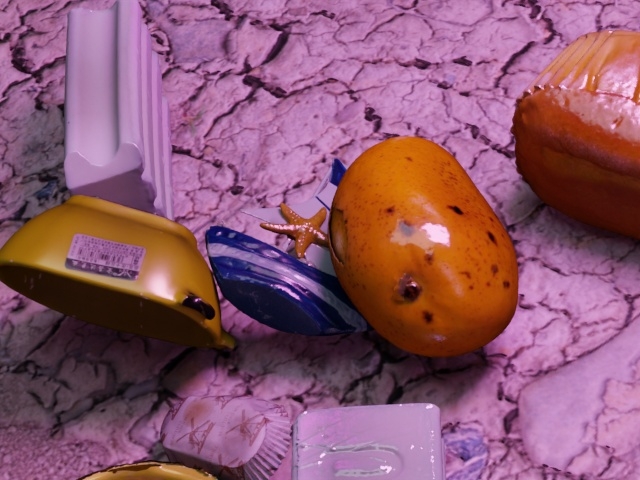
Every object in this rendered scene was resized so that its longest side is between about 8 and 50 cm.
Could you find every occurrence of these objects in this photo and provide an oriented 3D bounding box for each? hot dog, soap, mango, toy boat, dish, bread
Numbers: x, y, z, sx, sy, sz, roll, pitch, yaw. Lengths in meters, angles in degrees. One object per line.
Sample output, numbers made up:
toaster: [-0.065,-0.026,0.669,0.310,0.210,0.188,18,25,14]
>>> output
hot dog: [-0.097,0.199,1.705,0.192,0.053,0.099,-1,55,52]
soap: [0.046,0.278,1.596,0.150,0.094,0.261,-7,46,8]
mango: [0.100,-0.005,1.773,0.191,0.160,0.290,18,37,-21]
toy boat: [0.000,0.000,1.874,0.221,0.067,0.291,27,37,4]
dish: [-0.209,0.024,1.806,0.263,0.221,0.108,13,75,14]
soap: [-0.238,-0.131,1.999,0.095,0.172,0.289,-11,46,4]
bread: [0.346,-0.100,1.801,0.288,0.204,0.156,19,50,24]

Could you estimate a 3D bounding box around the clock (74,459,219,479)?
clock: [-0.183,0.342,1.610,0.294,0.071,0.277,-13,47,0]
